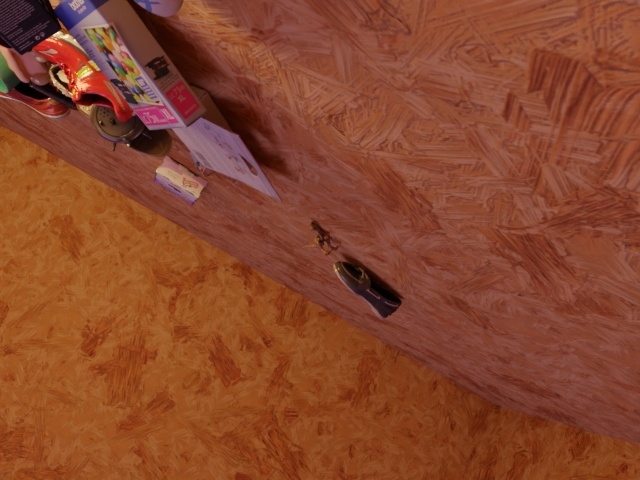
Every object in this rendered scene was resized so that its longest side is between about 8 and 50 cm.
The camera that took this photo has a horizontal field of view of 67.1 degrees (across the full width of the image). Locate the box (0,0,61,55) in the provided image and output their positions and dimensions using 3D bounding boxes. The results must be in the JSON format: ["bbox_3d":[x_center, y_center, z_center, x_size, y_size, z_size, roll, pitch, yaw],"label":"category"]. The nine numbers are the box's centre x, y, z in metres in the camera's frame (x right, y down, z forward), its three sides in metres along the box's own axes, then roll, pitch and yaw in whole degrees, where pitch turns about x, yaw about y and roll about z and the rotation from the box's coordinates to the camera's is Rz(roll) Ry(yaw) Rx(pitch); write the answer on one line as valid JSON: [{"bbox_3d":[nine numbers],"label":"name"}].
[{"bbox_3d":[-0.549,-0.436,0.820,0.156,0.093,0.158,56,179,26],"label":"box"}]

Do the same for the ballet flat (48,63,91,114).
[{"bbox_3d":[-0.606,-0.382,1.250,0.241,0.091,0.077,28,171,8],"label":"ballet flat"}]

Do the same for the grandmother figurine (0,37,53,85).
[{"bbox_3d":[-0.763,-0.496,1.167,0.208,0.104,0.342,22,169,-4],"label":"grandmother figurine"}]

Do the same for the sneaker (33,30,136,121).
[{"bbox_3d":[-0.546,-0.374,1.108,0.279,0.118,0.107,31,166,-7],"label":"sneaker"}]

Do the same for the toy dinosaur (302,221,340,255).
[{"bbox_3d":[0.000,0.000,1.505,0.112,0.064,0.211,44,161,17],"label":"toy dinosaur"}]

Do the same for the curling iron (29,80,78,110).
[{"bbox_3d":[-0.738,-0.408,1.451,0.068,0.035,0.274,33,-178,30],"label":"curling iron"}]

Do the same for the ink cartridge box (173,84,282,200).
[{"bbox_3d":[-0.218,-0.223,1.095,0.261,0.066,0.296,25,166,20],"label":"ink cartridge box"}]

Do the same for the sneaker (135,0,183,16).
[{"bbox_3d":[-0.195,-0.344,0.576,0.086,0.085,0.237,34,168,0],"label":"sneaker"}]

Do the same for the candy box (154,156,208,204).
[{"bbox_3d":[-0.497,-0.208,1.708,0.165,0.070,0.196,34,166,-16],"label":"candy box"}]

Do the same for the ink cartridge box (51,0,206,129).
[{"bbox_3d":[-0.349,-0.334,0.840,0.186,0.065,0.311,13,143,49],"label":"ink cartridge box"}]

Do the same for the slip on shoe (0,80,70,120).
[{"bbox_3d":[-0.960,-0.500,1.539,0.331,0.123,0.101,27,150,1],"label":"slip on shoe"}]

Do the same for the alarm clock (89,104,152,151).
[{"bbox_3d":[-0.514,-0.328,1.205,0.064,0.129,0.192,-117,7,-71],"label":"alarm clock"}]

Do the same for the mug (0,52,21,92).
[{"bbox_3d":[-0.941,-0.523,1.410,0.129,0.097,0.158,32,156,3],"label":"mug"}]

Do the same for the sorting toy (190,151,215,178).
[{"bbox_3d":[-0.359,-0.230,1.435,0.075,0.045,0.083,47,168,8],"label":"sorting toy"}]

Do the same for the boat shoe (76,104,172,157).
[{"bbox_3d":[-0.522,-0.314,1.323,0.302,0.109,0.098,30,175,9],"label":"boat shoe"}]

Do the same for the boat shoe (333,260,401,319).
[{"bbox_3d":[0.166,0.155,1.667,0.335,0.095,0.112,45,-164,-37],"label":"boat shoe"}]
